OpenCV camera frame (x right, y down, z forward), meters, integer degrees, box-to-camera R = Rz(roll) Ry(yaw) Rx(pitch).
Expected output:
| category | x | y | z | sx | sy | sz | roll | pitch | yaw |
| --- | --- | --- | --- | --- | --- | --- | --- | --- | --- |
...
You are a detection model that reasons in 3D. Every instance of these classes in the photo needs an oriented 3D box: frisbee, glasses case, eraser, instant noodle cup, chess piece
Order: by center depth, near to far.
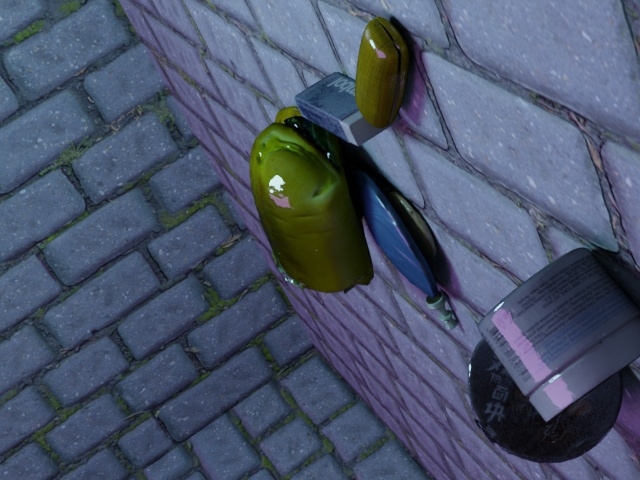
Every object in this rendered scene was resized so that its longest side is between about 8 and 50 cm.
| category | x | y | z | sx | sy | sz | roll | pitch | yaw |
| --- | --- | --- | --- | --- | --- | --- | --- | --- | --- |
| glasses case | 0.088 | -0.237 | 1.573 | 0.079 | 0.064 | 0.234 | 58 | 168 | 18 |
| instant noodle cup | 0.315 | 0.217 | 1.588 | 0.217 | 0.217 | 0.207 | 54 | 177 | 11 |
| eraser | 0.041 | -0.220 | 1.783 | 0.212 | 0.092 | 0.046 | 37 | 157 | 58 |
| frisbee | 0.131 | -0.005 | 2.073 | 0.289 | 0.049 | 0.289 | 58 | 178 | 4 |
| chess piece | 0.245 | 0.144 | 2.148 | 0.093 | 0.042 | 0.042 | 56 | 172 | -32 |

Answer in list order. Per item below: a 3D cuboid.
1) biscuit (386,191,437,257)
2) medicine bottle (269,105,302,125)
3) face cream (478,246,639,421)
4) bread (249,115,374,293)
| category | x | y | z | sx | sy | sz | roll | pitch | yaw |
| --- | --- | --- | --- | --- | --- | --- | --- | --- | --- |
| biscuit | 0.167 | -0.028 | 2.006 | 0.152 | 0.020 | 0.152 | 53 | 170 | 14 |
| medicine bottle | -0.070 | -0.238 | 2.325 | 0.095 | 0.064 | 0.260 | 59 | 169 | -10 |
| face cream | 0.306 | 0.115 | 1.348 | 0.153 | 0.177 | 0.177 | 55 | 170 | 16 |
| bread | -0.020 | -0.069 | 2.133 | 0.376 | 0.208 | 0.251 | 75 | -179 | -54 |
